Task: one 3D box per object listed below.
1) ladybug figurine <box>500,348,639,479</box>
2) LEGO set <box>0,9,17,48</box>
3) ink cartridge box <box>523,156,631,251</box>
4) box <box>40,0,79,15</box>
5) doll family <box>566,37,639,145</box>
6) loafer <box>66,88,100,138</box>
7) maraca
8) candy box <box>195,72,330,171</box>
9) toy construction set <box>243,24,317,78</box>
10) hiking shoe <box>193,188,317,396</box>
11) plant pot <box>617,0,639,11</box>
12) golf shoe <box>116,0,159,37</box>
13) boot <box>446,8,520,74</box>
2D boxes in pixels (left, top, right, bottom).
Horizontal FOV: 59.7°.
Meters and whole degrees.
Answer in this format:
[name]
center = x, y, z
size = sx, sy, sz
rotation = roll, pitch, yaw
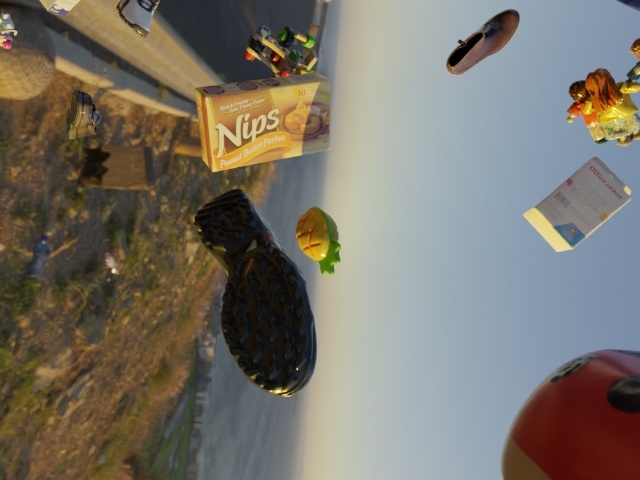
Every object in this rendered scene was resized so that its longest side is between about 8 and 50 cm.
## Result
[ladybug figurine]
center = 0.335, 0.196, 0.439
size = 0.449, 0.304, 0.162
rotation = 10, -82, 62
[LEGO set]
center = -0.790, -0.437, 1.185
size = 0.287, 0.107, 0.132
rotation = -29, 167, -39
[ink cartridge box]
center = 0.437, -0.062, 0.945
size = 0.143, 0.092, 0.090
rotation = -40, 171, 2
[box]
center = -0.626, -0.637, 1.335
size = 0.126, 0.137, 0.072
rotation = 53, 14, -3
[doll family]
center = 0.579, -0.280, 1.009
size = 0.163, 0.262, 0.118
rotation = 50, 26, -20
[loafer]
center = -0.725, -0.389, 1.727
size = 0.302, 0.095, 0.109
rotation = -14, -99, 60
[maraca]
center = 0.000, 0.000, 1.366
size = 0.186, 0.099, 0.127
rotation = 61, -37, 35
[candy box]
center = -0.132, -0.292, 1.355
size = 0.087, 0.316, 0.183
rotation = 47, -36, 50
[toy construction set]
center = -0.108, -0.494, 1.754
size = 0.257, 0.237, 0.309
rotation = 37, -70, 41
[hiking shoe]
center = -0.061, 0.063, 0.704
size = 0.132, 0.113, 0.304
rotation = 51, 12, -49
[plant pot]
center = 0.320, -0.382, 0.518
size = 0.236, 0.212, 0.236
rotation = -61, 158, -11
[golf shoe]
center = -0.389, -0.528, 1.218
size = 0.077, 0.093, 0.198
rotation = 29, 36, -48
[boot]
center = 0.460, -0.560, 1.562
size = 0.248, 0.090, 0.207
rotation = -40, 180, 18
